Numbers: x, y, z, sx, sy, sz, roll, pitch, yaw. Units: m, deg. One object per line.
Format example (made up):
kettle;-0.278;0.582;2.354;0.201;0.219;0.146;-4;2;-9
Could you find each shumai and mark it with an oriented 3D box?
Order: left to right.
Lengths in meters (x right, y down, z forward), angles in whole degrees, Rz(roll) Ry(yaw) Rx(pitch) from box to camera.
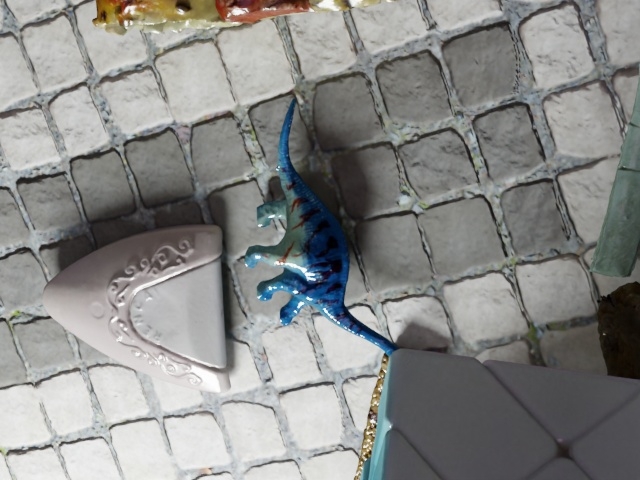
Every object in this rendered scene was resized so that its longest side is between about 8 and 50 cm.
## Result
shumai;0.391;0.128;1.520;0.185;0.184;0.218;-19;85;-7

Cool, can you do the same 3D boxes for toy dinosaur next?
toy dinosaur;-0.020;0.020;1.693;0.144;0.076;0.329;-22;91;28

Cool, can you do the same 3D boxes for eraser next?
eraser;-0.225;0.080;1.814;0.243;0.059;0.204;2;107;19

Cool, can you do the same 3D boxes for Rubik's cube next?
Rubik's cube;0.186;0.321;1.361;0.318;0.322;0.316;7;146;0

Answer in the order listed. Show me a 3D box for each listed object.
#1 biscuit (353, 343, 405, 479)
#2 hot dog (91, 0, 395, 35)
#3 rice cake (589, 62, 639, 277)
biscuit;0.081;0.216;1.734;0.064;0.034;0.199;20;112;17
hot dog;-0.090;-0.400;1.538;0.367;0.196;0.365;-4;100;23
rice cake;0.317;-0.076;1.532;0.045;0.042;0.245;12;110;7
